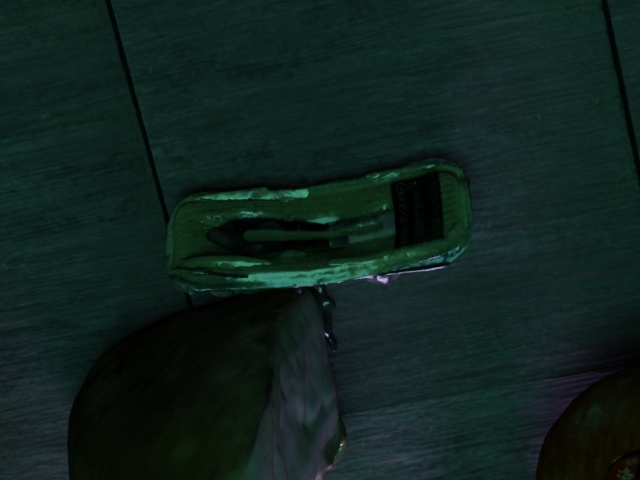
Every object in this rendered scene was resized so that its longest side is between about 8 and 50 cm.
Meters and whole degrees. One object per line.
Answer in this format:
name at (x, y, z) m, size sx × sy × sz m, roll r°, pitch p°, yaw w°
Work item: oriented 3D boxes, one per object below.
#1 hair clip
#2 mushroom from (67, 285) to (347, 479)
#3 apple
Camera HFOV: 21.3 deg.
hair clip at (0.001, 0.001, 1.778) m, size 0.321 × 0.138 × 0.091 m, roll -6°, pitch 143°, yaw 6°
mushroom at (-0.145, 0.223, 1.724) m, size 0.314 × 0.397 × 0.224 m, roll -10°, pitch 109°, yaw 12°
apple at (0.374, 0.270, 1.744) m, size 0.309 × 0.250 × 0.277 m, roll -7°, pitch 136°, yaw 50°
